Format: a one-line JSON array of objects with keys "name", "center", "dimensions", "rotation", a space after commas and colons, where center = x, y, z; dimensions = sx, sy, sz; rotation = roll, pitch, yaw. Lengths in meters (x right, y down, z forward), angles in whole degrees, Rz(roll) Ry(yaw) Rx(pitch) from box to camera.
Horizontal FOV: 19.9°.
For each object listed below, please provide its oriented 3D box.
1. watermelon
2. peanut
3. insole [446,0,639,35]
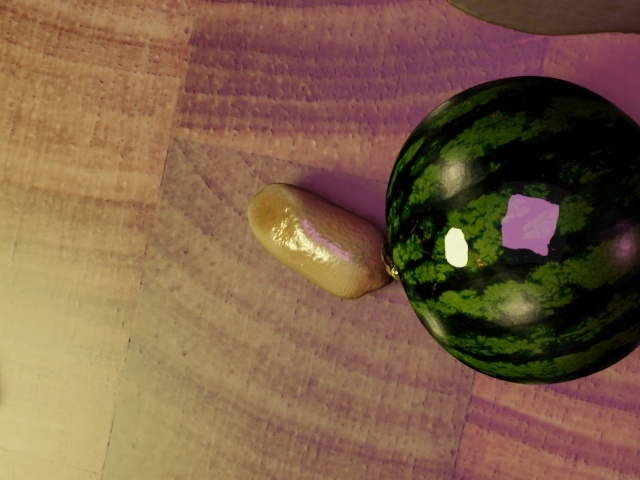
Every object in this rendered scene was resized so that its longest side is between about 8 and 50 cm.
[{"name": "watermelon", "center": [0.180, -0.007, 1.548], "dimensions": [0.269, 0.269, 0.269], "rotation": [0, 91, 12]}, {"name": "peanut", "center": [0.000, 0.000, 1.675], "dimensions": [0.152, 0.076, 0.076], "rotation": [31, 97, 8]}, {"name": "insole", "center": [0.263, -0.229, 1.630], "dimensions": [0.328, 0.007, 0.111], "rotation": [11, 111, 11]}]
